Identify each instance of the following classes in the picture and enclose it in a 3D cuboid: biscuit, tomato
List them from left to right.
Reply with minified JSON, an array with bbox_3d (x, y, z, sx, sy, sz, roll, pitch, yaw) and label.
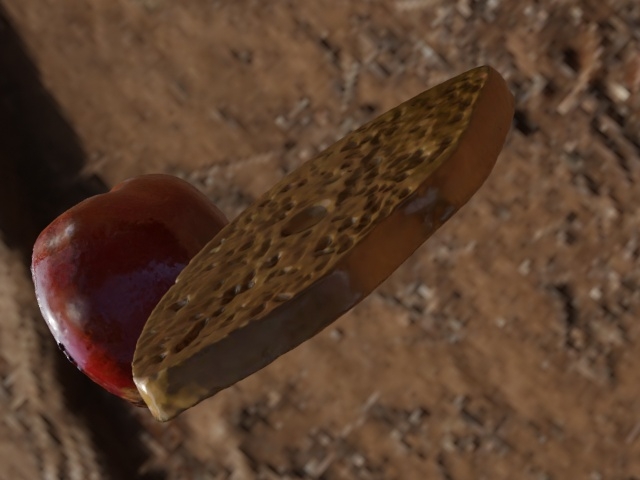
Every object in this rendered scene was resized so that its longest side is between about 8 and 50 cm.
[{"bbox_3d":[-0.131,0.031,1.782,0.139,0.233,0.200,-30,95,38],"label":"tomato"},{"bbox_3d":[0.000,0.000,0.849,0.142,0.220,0.029,-5,124,57],"label":"biscuit"}]
